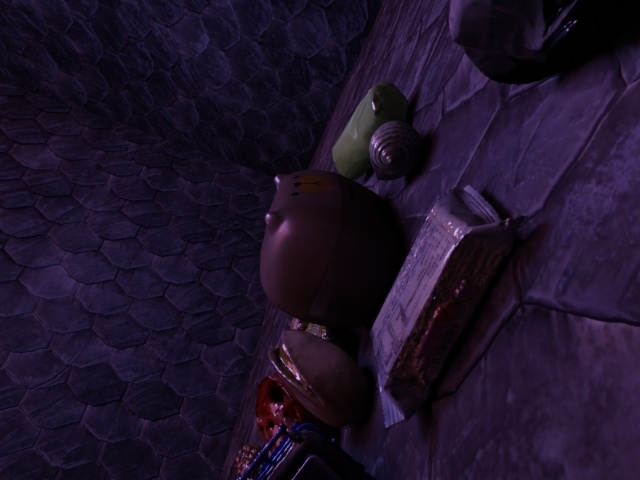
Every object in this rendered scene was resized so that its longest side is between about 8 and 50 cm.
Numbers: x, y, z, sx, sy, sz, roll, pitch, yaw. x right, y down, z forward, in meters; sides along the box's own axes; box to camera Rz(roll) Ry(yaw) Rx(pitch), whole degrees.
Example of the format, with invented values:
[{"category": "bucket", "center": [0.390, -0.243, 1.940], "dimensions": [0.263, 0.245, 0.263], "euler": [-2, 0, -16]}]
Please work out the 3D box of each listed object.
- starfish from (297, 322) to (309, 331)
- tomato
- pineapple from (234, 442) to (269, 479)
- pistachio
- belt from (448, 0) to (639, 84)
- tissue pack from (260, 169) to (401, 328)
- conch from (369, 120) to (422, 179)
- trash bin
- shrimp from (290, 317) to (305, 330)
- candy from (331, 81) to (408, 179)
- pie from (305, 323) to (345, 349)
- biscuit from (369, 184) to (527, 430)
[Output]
[{"category": "starfish", "center": [-0.020, 0.234, 1.206], "dimensions": [0.231, 0.048, 0.295], "euler": [-29, -38, -66]}, {"category": "tomato", "center": [-0.051, 0.393, 0.940], "dimensions": [0.228, 0.101, 0.228], "euler": [21, 115, 56]}, {"category": "pineapple", "center": [-0.208, 0.740, 1.307], "dimensions": [0.111, 0.119, 0.237], "euler": [-22, 32, 12]}, {"category": "pistachio", "center": [-0.002, 0.250, 0.822], "dimensions": [0.223, 0.152, 0.126], "euler": [36, 98, 36]}, {"category": "belt", "center": [0.240, -0.271, 0.425], "dimensions": [0.289, 0.184, 0.164], "euler": [122, 160, -74]}, {"category": "tissue pack", "center": [0.000, 0.000, 0.991], "dimensions": [0.387, 0.276, 0.267], "euler": [-89, 17, -64]}, {"category": "conch", "center": [0.163, -0.186, 0.931], "dimensions": [0.153, 0.102, 0.135], "euler": [-33, -37, -48]}, {"category": "trash bin", "center": [-0.029, 0.372, 0.682], "dimensions": [0.162, 0.184, 0.234], "euler": [-48, -4, -15]}, {"category": "shrimp", "center": [-0.078, 0.312, 1.483], "dimensions": [0.164, 0.062, 0.317], "euler": [157, 128, -81]}, {"category": "candy", "center": [0.128, -0.290, 1.228], "dimensions": [0.142, 0.132, 0.343], "euler": [-58, 5, -21]}, {"category": "pie", "center": [0.003, 0.267, 1.021], "dimensions": [0.248, 0.090, 0.201], "euler": [-145, 68, -79]}, {"category": "biscuit", "center": [0.146, 0.077, 0.598], "dimensions": [0.186, 0.079, 0.309], "euler": [-95, 25, -72]}]
